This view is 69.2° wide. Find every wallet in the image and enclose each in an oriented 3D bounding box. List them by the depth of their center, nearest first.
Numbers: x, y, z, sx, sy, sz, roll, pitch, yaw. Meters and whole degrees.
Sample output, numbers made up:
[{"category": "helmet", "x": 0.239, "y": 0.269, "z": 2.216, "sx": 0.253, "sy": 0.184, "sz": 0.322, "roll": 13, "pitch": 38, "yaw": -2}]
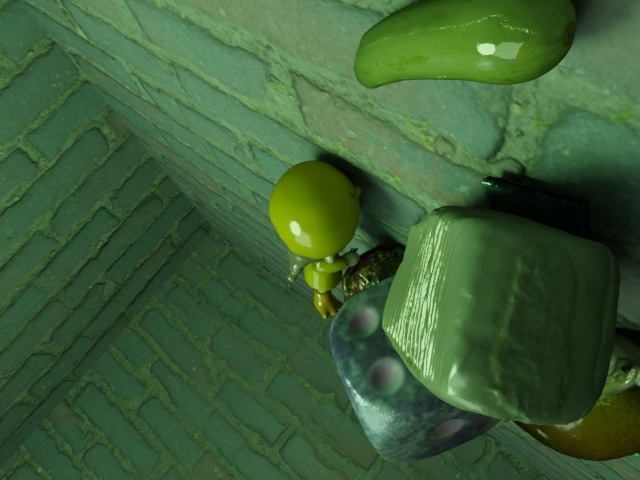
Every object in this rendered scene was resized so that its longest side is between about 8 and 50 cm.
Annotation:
[{"category": "wallet", "x": 0.275, "y": -0.044, "z": 0.592, "sx": 0.129, "sy": 0.026, "sz": 0.088, "roll": 26, "pitch": 167, "yaw": 38}]

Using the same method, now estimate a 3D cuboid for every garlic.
[{"category": "garlic", "x": 0.454, "y": 0.197, "z": 0.738, "sx": 0.086, "sy": 0.101, "sz": 0.196, "roll": 33, "pitch": 160, "yaw": 11}]

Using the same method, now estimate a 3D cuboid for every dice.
[{"category": "dice", "x": 0.188, "y": 0.244, "z": 0.909, "sx": 0.270, "sy": 0.270, "sz": 0.271, "roll": 61, "pitch": -174, "yaw": -46}]

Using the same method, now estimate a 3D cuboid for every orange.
[{"category": "orange", "x": 0.475, "y": 0.305, "z": 0.934, "sx": 0.334, "sy": 0.196, "sz": 0.263, "roll": 35, "pitch": 154, "yaw": 47}]

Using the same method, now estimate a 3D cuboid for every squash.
[{"category": "squash", "x": 0.117, "y": -0.187, "z": 0.441, "sx": 0.083, "sy": 0.083, "sz": 0.250, "roll": 48, "pitch": 166, "yaw": -32}]

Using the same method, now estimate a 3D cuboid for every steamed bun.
[{"category": "steamed bun", "x": 0.234, "y": 0.090, "z": 0.615, "sx": 0.236, "sy": 0.247, "sz": 0.383, "roll": 13, "pitch": 179, "yaw": -2}]

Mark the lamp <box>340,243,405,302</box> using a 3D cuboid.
[{"category": "lamp", "x": 0.146, "y": 0.103, "z": 1.133, "sx": 0.177, "sy": 0.177, "sz": 0.274, "roll": 39, "pitch": 168, "yaw": -1}]

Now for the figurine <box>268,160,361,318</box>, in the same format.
[{"category": "figurine", "x": 0.000, "y": 0.000, "z": 0.984, "sx": 0.215, "sy": 0.187, "sz": 0.344, "roll": -112, "pitch": 10, "yaw": -48}]

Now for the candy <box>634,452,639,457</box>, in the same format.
[{"category": "candy", "x": 0.724, "y": 0.491, "z": 1.064, "sx": 0.287, "sy": 0.084, "sz": 0.078, "roll": 22, "pitch": 155, "yaw": 32}]
